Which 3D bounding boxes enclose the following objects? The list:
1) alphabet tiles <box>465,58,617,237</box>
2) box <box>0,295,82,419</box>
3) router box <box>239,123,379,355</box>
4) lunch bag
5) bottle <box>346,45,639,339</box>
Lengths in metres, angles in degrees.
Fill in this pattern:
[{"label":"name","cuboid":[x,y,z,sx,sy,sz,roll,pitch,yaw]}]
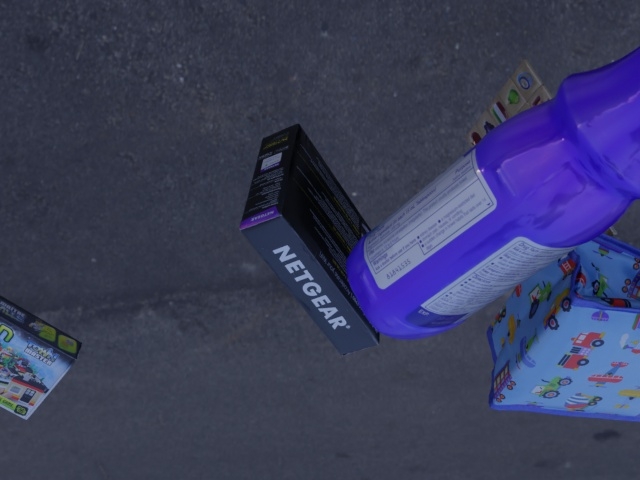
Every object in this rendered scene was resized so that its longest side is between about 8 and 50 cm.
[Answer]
[{"label":"alphabet tiles","cuboid":[0.288,-0.087,0.972,0.009,0.237,0.198,-24,166,-19]},{"label":"box","cuboid":[-0.395,0.112,0.854,0.207,0.036,0.114,36,109,-20]},{"label":"router box","cuboid":[0.000,0.000,0.695,0.046,0.133,0.179,-20,126,23]},{"label":"lunch bag","cuboid":[0.381,0.129,0.897,0.293,0.138,0.221,16,135,-4]},{"label":"bottle","cuboid":[0.140,-0.030,0.503,0.118,0.092,0.283,-7,154,-45]}]
